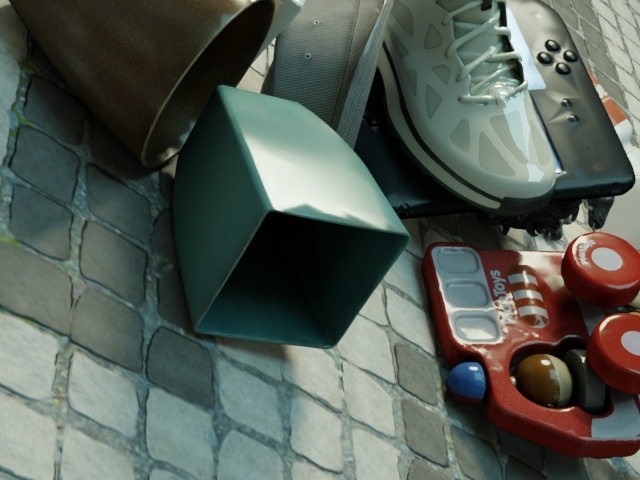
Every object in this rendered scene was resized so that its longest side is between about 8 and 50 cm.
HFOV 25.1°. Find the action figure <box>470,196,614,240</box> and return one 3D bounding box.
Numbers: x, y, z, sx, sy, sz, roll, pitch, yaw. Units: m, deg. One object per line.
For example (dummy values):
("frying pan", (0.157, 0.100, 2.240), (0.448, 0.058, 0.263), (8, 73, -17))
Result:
("action figure", (0.308, -0.072, 2.004), (0.275, 0.164, 0.141), (7, 74, -61))

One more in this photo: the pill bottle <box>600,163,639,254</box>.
("pill bottle", (0.528, -0.045, 2.251), (0.152, 0.152, 0.272), (58, 25, 15))

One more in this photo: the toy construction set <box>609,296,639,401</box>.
("toy construction set", (0.497, 0.173, 1.892), (0.237, 0.257, 0.309), (30, 57, -20))

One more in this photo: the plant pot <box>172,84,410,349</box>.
("plant pot", (-0.054, -0.038, 1.452), (0.165, 0.165, 0.234), (9, 39, -33))

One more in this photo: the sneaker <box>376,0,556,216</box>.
("sneaker", (0.172, -0.258, 1.758), (0.169, 0.257, 0.447), (-17, 62, -26))

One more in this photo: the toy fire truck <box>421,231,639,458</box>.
("toy fire truck", (0.261, 0.127, 1.712), (0.254, 0.169, 0.302), (1, 48, -12))

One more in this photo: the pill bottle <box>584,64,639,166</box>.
("pill bottle", (0.425, -0.188, 2.325), (0.216, 0.121, 0.121), (53, 30, 6))

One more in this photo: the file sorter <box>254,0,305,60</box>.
("file sorter", (-0.119, -0.312, 1.668), (0.173, 0.193, 0.278), (38, 31, -13))

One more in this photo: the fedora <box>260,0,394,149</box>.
("fedora", (-0.001, -0.196, 1.690), (0.124, 0.244, 0.275), (17, 66, -2))

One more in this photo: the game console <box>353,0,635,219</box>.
("game console", (0.194, -0.186, 1.904), (0.386, 0.060, 0.342), (-7, 55, -21))

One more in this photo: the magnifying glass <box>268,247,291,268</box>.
("magnifying glass", (0.000, 0.000, 1.633), (0.092, 0.026, 0.231), (53, 30, 6))

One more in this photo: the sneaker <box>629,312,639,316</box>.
("sneaker", (0.501, 0.184, 2.053), (0.192, 0.064, 0.086), (39, 26, -23))

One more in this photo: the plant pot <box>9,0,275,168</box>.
("plant pot", (-0.201, -0.228, 1.473), (0.230, 0.215, 0.215), (38, 29, 7))

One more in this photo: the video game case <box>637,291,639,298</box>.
("video game case", (0.555, 0.088, 2.196), (0.204, 0.025, 0.285), (38, 20, 35))
